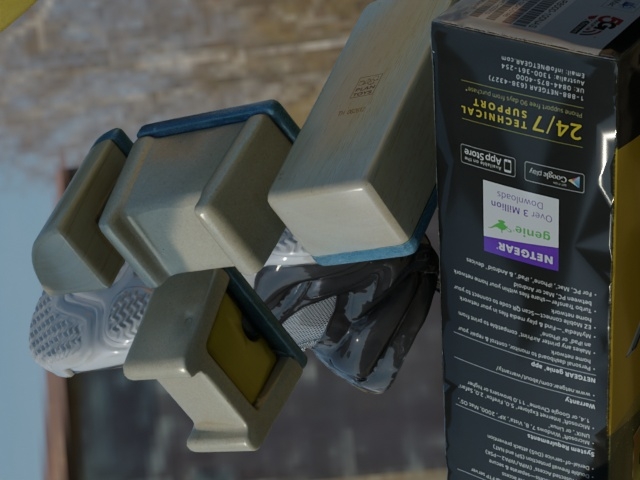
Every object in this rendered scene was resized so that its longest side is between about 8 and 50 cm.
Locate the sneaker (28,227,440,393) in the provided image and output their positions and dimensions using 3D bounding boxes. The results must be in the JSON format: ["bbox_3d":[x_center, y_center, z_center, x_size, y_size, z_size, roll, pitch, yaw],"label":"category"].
[{"bbox_3d":[-0.040,0.043,1.176,0.153,0.269,0.101,39,-140,-37],"label":"sneaker"}]

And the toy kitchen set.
[{"bbox_3d":[0.000,0.000,0.894,0.166,0.207,0.122,53,-133,-32],"label":"toy kitchen set"}]

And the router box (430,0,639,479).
[{"bbox_3d":[0.160,-0.037,0.860,0.309,0.081,0.243,-40,-44,-44],"label":"router box"}]

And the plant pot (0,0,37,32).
[{"bbox_3d":[-0.268,-0.203,1.118,0.212,0.187,0.212,-4,-130,-46],"label":"plant pot"}]
